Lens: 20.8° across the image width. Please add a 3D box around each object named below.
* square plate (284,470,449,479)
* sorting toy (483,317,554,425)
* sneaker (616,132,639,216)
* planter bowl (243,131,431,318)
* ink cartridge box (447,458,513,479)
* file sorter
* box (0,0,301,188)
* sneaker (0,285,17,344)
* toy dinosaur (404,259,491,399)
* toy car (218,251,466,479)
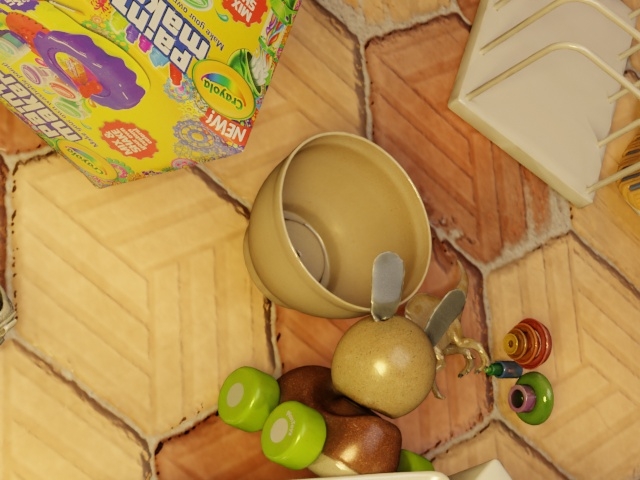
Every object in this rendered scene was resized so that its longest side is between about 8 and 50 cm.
[{"bbox_3d":[-0.043,0.322,1.237,0.347,0.049,0.344,-2,46,-11],"label":"square plate"},{"bbox_3d":[0.186,0.124,1.642,0.042,0.061,0.102,2,88,-37],"label":"sorting toy"},{"bbox_3d":[0.418,-0.112,1.914,0.131,0.112,0.296,48,55,-25],"label":"sneaker"},{"bbox_3d":[0.000,0.000,1.514,0.162,0.109,0.162,17,61,-33],"label":"planter bowl"},{"bbox_3d":[0.141,0.376,1.449,0.307,0.129,0.223,54,47,-6],"label":"ink cartridge box"},{"bbox_3d":[0.285,-0.217,1.795,0.193,0.173,0.278,35,53,-22],"label":"file sorter"},{"bbox_3d":[-0.171,-0.245,1.395,0.290,0.177,0.279,43,52,-35],"label":"box"},{"bbox_3d":[-0.318,-0.027,1.266,0.281,0.115,0.105,48,49,-12],"label":"sneaker"},{"bbox_3d":[0.116,0.084,1.609,0.092,0.053,0.183,54,48,-5],"label":"toy dinosaur"},{"bbox_3d":[0.038,0.105,1.429,0.155,0.149,0.188,27,92,-36],"label":"toy car"}]
